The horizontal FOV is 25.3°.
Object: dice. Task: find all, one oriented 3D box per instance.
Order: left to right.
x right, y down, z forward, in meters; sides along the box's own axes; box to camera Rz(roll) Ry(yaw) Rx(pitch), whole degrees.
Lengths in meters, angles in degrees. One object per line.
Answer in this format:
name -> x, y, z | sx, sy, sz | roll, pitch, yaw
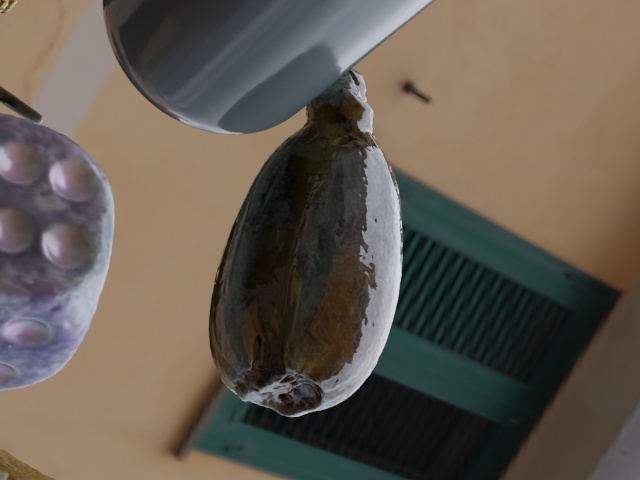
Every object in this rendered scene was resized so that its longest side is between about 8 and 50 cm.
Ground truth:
dice -> -0.432, 0.015, 1.812 | 0.271, 0.270, 0.270 | -46, -143, 45

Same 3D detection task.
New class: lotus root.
lotus root -> 0.000, 0.000, 1.267 | 0.158, 0.140, 0.322 | 0, -120, 25

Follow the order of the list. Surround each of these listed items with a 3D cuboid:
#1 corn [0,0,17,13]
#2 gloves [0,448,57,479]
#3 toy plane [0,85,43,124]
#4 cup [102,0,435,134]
corn -> -0.426, -0.292, 1.404 | 0.106, 0.305, 0.106 | -7, -100, 44
gloves -> -0.186, 0.212, 0.764 | 0.155, 0.356, 0.203 | -7, -125, 59
toy plane -> -0.346, -0.141, 1.058 | 0.181, 0.273, 0.107 | -4, -125, 23
cup -> -0.026, -0.218, 1.068 | 0.312, 0.205, 0.206 | -36, -134, 46
